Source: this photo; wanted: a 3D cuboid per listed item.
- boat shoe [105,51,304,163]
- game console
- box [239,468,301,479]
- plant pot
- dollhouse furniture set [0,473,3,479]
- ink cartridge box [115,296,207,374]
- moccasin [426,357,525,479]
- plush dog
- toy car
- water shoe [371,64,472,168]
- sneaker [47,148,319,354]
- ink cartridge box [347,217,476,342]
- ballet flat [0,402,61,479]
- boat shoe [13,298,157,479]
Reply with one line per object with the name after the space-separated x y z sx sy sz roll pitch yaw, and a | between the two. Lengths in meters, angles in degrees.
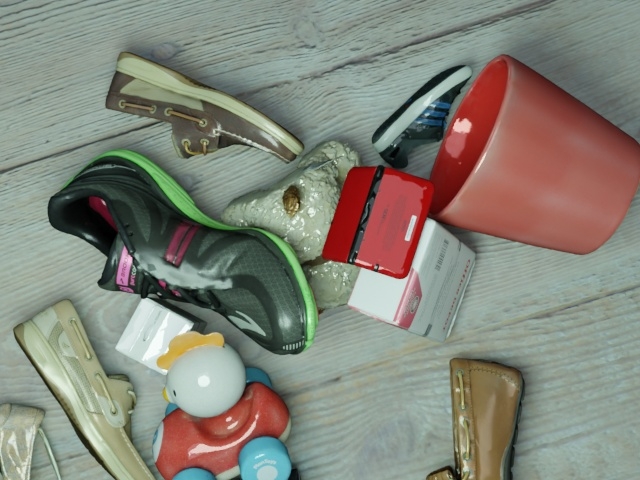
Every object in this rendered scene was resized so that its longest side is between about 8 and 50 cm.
-0.193 -0.185 1.377 0.342 0.123 0.123 26 94 8 | boat shoe
0.080 -0.026 1.206 0.124 0.085 0.143 18 85 1 | game console
-0.191 0.540 1.291 0.395 0.097 0.318 -11 100 1 | box
0.323 -0.111 1.289 0.243 0.275 0.274 21 86 -7 | plant pot
-0.607 0.540 1.195 0.257 0.362 0.394 32 124 5 | dollhouse furniture set
-0.246 0.148 1.330 0.090 0.143 0.092 27 87 4 | ink cartridge box
0.216 0.369 1.299 0.147 0.139 0.379 8 85 4 | moccasin
0.000 0.000 1.329 0.262 0.210 0.225 -34 108 -2 | plush dog
-0.173 0.229 1.240 0.210 0.219 0.237 -24 117 0 | toy car
0.176 -0.201 1.395 0.203 0.073 0.080 -40 107 2 | water shoe
-0.210 0.041 1.261 0.483 0.185 0.202 29 42 25 | sneaker
0.143 0.056 1.285 0.092 0.218 0.158 18 85 30 | ink cartridge box
-0.459 0.412 1.341 0.106 0.108 0.315 -2 86 -26 | ballet flat
-0.340 0.251 1.336 0.110 0.122 0.341 -34 97 -24 | boat shoe
